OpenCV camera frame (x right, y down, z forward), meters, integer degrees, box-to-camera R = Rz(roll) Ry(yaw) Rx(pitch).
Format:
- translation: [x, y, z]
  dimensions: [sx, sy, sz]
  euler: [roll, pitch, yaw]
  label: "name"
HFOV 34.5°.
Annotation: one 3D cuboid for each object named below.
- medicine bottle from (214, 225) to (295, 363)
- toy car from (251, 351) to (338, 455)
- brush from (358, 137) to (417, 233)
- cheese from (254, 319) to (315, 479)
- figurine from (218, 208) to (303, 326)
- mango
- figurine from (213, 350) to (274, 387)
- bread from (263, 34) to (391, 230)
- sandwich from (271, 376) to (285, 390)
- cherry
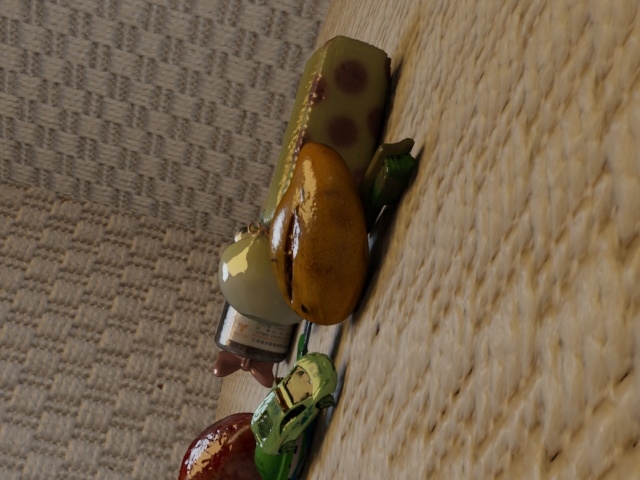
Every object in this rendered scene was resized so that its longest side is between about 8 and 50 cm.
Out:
- translation: [-0.118, 0.116, 2.226]
  dimensions: [0.165, 0.165, 0.273]
  euler: [-154, 81, -83]
  label: "medicine bottle"
- translation: [-0.044, 0.240, 1.540]
  dimensions: [0.186, 0.058, 0.093]
  euler: [-52, 45, 25]
  label: "toy car"
- translation: [0.080, -0.058, 1.477]
  dimensions: [0.282, 0.054, 0.048]
  euler: [116, 142, -63]
  label: "brush"
- translation: [-0.047, 0.266, 1.667]
  dimensions: [0.204, 0.083, 0.320]
  euler: [-104, 27, -80]
  label: "cheese"
- translation: [-0.044, -0.021, 1.983]
  dimensions: [0.274, 0.226, 0.394]
  euler: [50, -126, -62]
  label: "figurine"
- translation: [-0.005, 0.003, 1.502]
  dimensions: [0.177, 0.120, 0.295]
  euler: [46, 151, 40]
  label: "mango"
- translation: [-0.151, 0.157, 2.454]
  dimensions: [0.421, 0.154, 0.193]
  euler: [-82, 5, -54]
  label: "figurine"
- translation: [0.016, -0.160, 1.770]
  dimensions: [0.187, 0.155, 0.338]
  euler: [162, 125, -72]
  label: "bread"
- translation: [-0.082, 0.321, 2.021]
  dimensions: [0.105, 0.036, 0.093]
  euler: [-159, 84, -82]
  label: "sandwich"
- translation: [-0.155, 0.401, 1.866]
  dimensions: [0.175, 0.192, 0.249]
  euler: [54, 130, 30]
  label: "cherry"
